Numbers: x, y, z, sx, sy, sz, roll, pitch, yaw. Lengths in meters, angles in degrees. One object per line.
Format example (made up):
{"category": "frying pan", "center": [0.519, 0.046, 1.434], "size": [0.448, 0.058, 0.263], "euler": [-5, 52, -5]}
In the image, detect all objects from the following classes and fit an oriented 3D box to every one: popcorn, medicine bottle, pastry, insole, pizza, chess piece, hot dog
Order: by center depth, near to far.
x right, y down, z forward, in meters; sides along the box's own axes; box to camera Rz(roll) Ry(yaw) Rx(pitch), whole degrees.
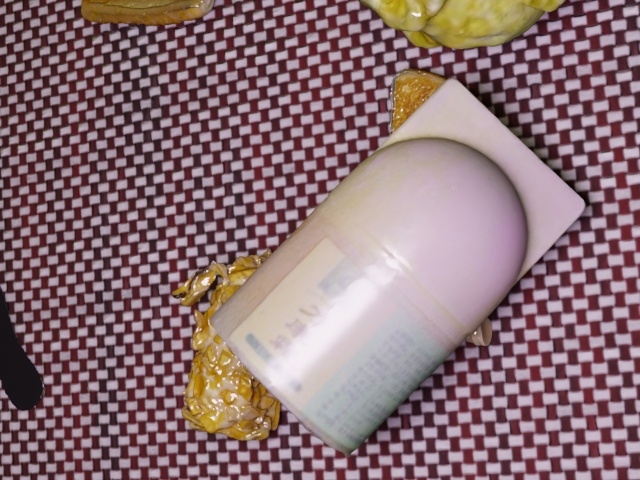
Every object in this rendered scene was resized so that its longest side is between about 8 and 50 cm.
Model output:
{"category": "popcorn", "center": [0.154, -0.360, 1.552], "size": [0.312, 0.312, 0.312], "euler": [-3, 83, 26]}
{"category": "medicine bottle", "center": [0.092, 0.028, 1.560], "size": [0.406, 0.236, 0.236], "euler": [-46, 67, 2]}
{"category": "chess piece", "center": [0.161, 0.112, 1.640], "size": [0.092, 0.035, 0.035], "euler": [-3, 83, 29]}
{"category": "pizza", "center": [0.144, -0.113, 1.671], "size": [0.185, 0.036, 0.176], "euler": [27, 98, 24]}
{"category": "pastry", "center": [-0.110, 0.130, 1.730], "size": [0.154, 0.102, 0.249], "euler": [7, 89, 24]}
{"category": "hot dog", "center": [-0.244, -0.326, 1.877], "size": [0.216, 0.047, 0.066], "euler": [1, 48, 25]}
{"category": "insole", "center": [-0.474, 0.139, 1.962], "size": [0.086, 0.005, 0.253], "euler": [-38, 69, 19]}

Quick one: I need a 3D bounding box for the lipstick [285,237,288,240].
{"category": "lipstick", "center": [0.000, 0.000, 1.731], "size": [0.116, 0.037, 0.037], "euler": [-3, 83, 30]}
